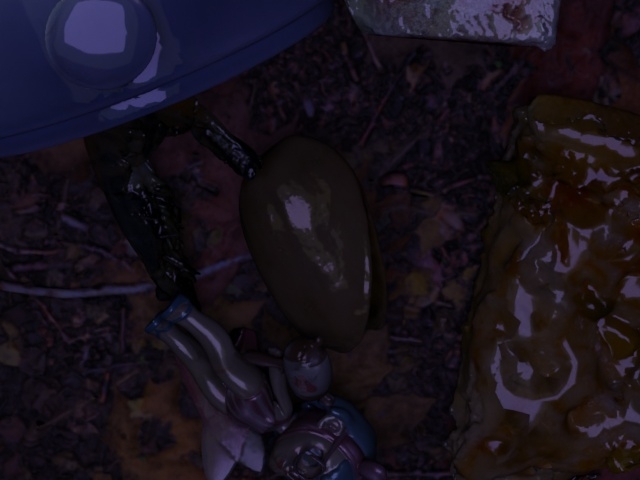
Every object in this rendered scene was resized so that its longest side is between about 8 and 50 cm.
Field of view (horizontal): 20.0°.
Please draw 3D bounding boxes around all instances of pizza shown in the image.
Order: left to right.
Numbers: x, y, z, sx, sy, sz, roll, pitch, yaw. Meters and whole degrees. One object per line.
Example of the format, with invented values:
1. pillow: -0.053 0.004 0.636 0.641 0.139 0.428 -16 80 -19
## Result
1. pizza: 0.295 0.038 1.701 0.434 0.080 0.392 -17 102 1

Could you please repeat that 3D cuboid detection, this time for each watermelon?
1. watermelon: 0.139 -0.267 1.495 0.201 0.261 0.213 11 99 37

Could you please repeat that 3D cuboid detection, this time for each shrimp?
1. shrimp: -0.118 -0.029 1.633 0.198 0.051 0.262 6 124 42

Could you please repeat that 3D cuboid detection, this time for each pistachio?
1. pistachio: 0.000 0.000 1.658 0.131 0.129 0.206 -10 109 46

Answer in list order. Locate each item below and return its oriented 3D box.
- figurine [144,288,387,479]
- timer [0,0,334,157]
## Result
1. figurine: -0.041 0.136 1.695 0.260 0.103 0.205 43 125 -5
2. timer: -0.173 -0.208 1.488 0.395 0.395 0.173 -19 106 3
